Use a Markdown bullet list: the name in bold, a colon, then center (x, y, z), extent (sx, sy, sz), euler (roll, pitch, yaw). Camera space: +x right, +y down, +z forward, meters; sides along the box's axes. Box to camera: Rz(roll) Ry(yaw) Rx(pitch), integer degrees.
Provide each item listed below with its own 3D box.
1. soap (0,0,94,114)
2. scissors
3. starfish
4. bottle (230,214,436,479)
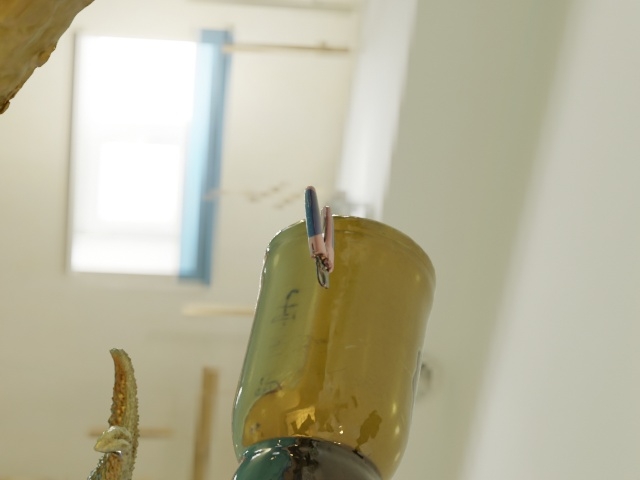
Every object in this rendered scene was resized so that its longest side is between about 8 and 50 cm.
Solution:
- **soap**: center (-0.297, -0.067, 0.813), extent (0.338, 0.169, 0.304), euler (-50, 153, 7)
- **scissors**: center (0.000, 0.000, 1.597), extent (0.039, 0.012, 0.113), euler (51, 23, -36)
- **starfish**: center (-0.113, 0.149, 1.065), extent (0.208, 0.053, 0.175), euler (107, -16, -71)
- **bottle**: center (0.002, 0.161, 1.719), extent (0.171, 0.172, 0.351), euler (103, -1, -54)
